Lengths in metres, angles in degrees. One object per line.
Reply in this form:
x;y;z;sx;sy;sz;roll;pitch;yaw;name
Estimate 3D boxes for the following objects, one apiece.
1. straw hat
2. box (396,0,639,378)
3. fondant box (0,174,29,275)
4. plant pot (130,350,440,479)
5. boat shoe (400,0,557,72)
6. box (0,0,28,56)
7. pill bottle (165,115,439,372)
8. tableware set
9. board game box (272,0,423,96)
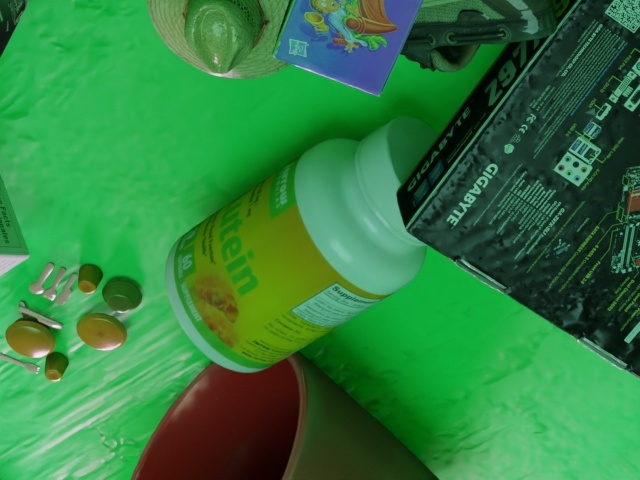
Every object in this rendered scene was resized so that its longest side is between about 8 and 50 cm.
-0.077;-0.167;1.401;0.144;0.061;0.144;6;131;7;straw hat
0.249;-0.077;1.321;0.257;0.079;0.322;31;108;-17;box
-0.440;0.022;1.483;0.238;0.096;0.330;-30;162;27;fondant box
-0.015;0.263;1.649;0.243;0.275;0.275;32;131;-29;plant pot
0.086;-0.157;1.308;0.223;0.080;0.073;-10;101;55;boat shoe
-0.401;-0.166;1.356;0.307;0.242;0.076;9;132;4;box
0.000;0.000;1.479;0.245;0.136;0.136;-33;117;33;pill bottle
-0.232;0.076;1.678;0.104;0.024;0.154;24;130;-13;tableware set
0.075;-0.298;1.136;0.078;0.233;0.347;20;132;-5;board game box
